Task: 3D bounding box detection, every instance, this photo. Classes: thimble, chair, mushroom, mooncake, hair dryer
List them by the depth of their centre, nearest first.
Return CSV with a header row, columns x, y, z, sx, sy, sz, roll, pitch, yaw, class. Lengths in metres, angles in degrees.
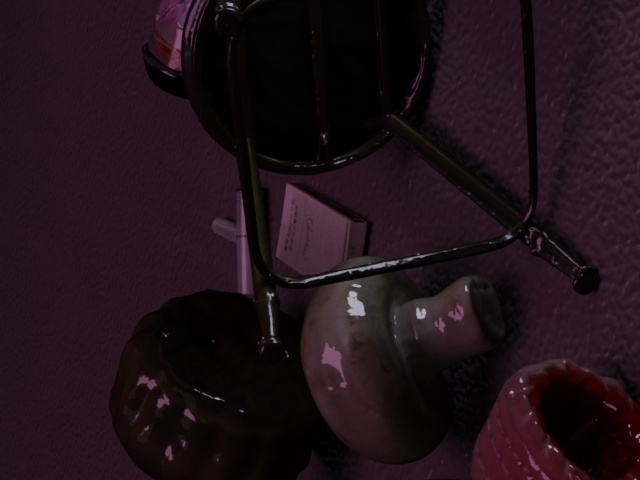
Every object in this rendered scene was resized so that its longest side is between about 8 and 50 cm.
x,y,z,sx,sy,sz,roll,pitch,yaw,class
0.240,0.214,1.538,0.189,0.163,0.125,-111,34,-45,thimble
0.042,-0.150,1.696,0.410,0.362,0.364,-126,27,-63,chair
0.100,0.122,1.783,0.243,0.243,0.243,-1,89,61,mushroom
-0.127,0.196,2.069,0.290,0.290,0.161,60,138,42,mooncake
-0.128,0.004,2.333,0.183,0.044,0.154,173,97,-66,hair dryer

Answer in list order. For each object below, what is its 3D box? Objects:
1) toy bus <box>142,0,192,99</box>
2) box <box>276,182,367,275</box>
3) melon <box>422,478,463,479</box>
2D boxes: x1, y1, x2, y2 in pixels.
x,y,z,sx,sy,sz,roll,pitch,yaw,class
-0.059,-0.243,1.942,0.127,0.303,0.147,51,128,52,toy bus
0.000,0.001,2.106,0.198,0.029,0.109,33,118,58,box
0.126,0.349,1.726,0.288,0.182,0.182,-35,59,52,melon
